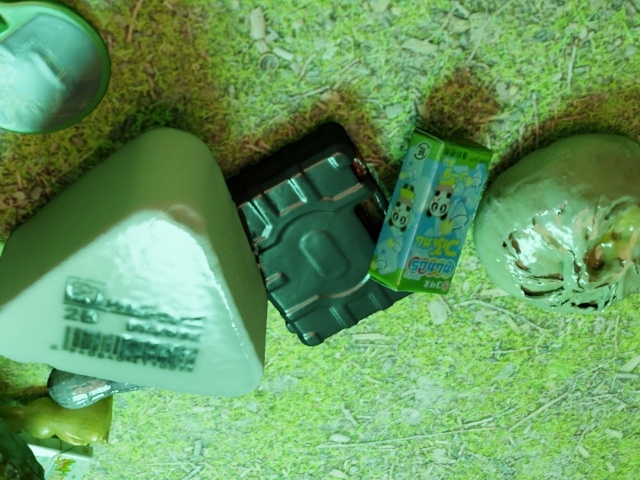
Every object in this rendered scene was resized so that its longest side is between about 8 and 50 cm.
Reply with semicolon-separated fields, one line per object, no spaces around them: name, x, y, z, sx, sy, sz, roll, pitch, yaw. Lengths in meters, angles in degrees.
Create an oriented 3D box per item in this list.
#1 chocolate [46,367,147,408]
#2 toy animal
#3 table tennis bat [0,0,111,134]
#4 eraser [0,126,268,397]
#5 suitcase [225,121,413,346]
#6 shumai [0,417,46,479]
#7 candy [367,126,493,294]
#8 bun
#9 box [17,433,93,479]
chocolate;-0.282;0.175;1.354;0.167;0.072;0.072;-16;131;0
toy animal;-0.366;0.238;1.393;0.160;0.083;0.070;2;164;-7
table tennis bat;-0.325;-0.209;1.050;0.160;0.039;0.257;-30;133;6
eraser;-0.234;0.050;1.173;0.332;0.149;0.331;2;137;2
suitcase;0.000;0.000;1.293;0.206;0.066;0.285;-28;130;9
shumai;-0.461;0.238;1.298;0.222;0.203;0.272;1;159;16
candy;0.135;-0.034;1.250;0.097;0.062;0.194;7;105;-42
bun;0.348;-0.004;1.336;0.287;0.146;0.287;-9;132;-10
box;-0.450;0.317;1.447;0.220;0.032;0.122;20;119;-27
